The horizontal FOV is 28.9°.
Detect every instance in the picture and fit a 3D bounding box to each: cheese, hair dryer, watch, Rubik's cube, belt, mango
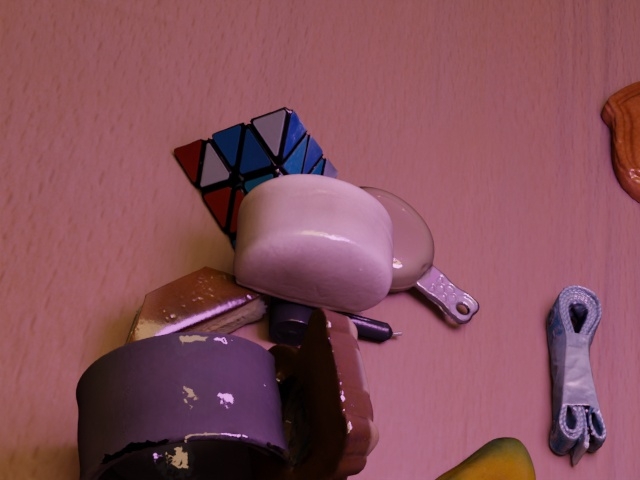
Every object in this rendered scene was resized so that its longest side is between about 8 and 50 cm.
[{"bbox_3d":[0.135,0.031,2.000,0.286,0.082,0.163,42,54,13],"label":"cheese"},{"bbox_3d":[0.027,0.112,1.921,0.219,0.071,0.124,17,51,-14],"label":"hair dryer"},{"bbox_3d":[-0.142,0.234,1.584,0.326,0.335,0.314,7,53,-25],"label":"watch"},{"bbox_3d":[-0.147,-0.084,2.010,0.234,0.284,0.250,18,83,20],"label":"Rubik's cube"},{"bbox_3d":[0.407,0.208,1.965,0.087,0.072,0.302,12,53,-7],"label":"belt"},{"bbox_3d":[0.233,0.377,1.776,0.237,0.091,0.137,-28,73,-32],"label":"mango"}]

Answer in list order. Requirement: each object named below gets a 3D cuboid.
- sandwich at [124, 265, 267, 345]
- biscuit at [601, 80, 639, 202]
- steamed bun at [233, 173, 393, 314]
[{"bbox_3d":[-0.200,0.110,1.826,0.258,0.094,0.096,-23,69,-32],"label":"sandwich"},{"bbox_3d":[0.736,-0.145,2.339,0.455,0.078,0.350,34,48,8],"label":"biscuit"},{"bbox_3d":[0.000,0.000,1.834,0.241,0.164,0.146,15,49,-17],"label":"steamed bun"}]
